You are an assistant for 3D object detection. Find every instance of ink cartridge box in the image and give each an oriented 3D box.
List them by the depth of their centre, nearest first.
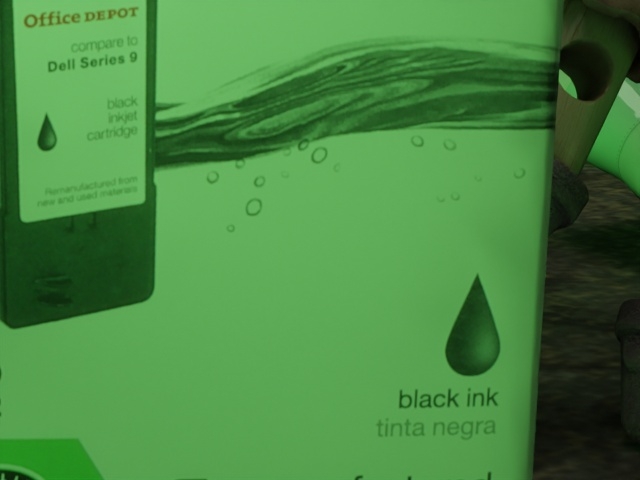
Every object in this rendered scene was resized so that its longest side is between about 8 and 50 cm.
[{"bbox_3d":[-0.043,-0.034,0.554,0.211,0.289,0.121,-1,14,-9],"label":"ink cartridge box"}]

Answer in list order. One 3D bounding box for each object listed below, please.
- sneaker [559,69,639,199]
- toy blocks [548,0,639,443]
[{"bbox_3d":[0.260,-0.032,1.041,0.256,0.094,0.151,7,29,-33],"label":"sneaker"},{"bbox_3d":[0.187,-0.020,0.762,0.289,0.260,0.309,28,-15,-15],"label":"toy blocks"}]
